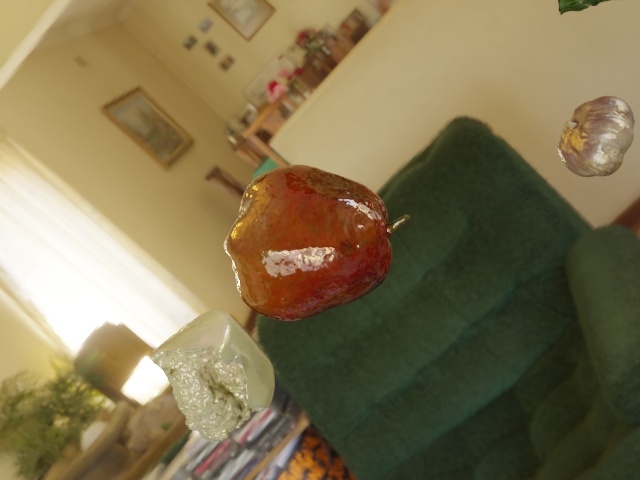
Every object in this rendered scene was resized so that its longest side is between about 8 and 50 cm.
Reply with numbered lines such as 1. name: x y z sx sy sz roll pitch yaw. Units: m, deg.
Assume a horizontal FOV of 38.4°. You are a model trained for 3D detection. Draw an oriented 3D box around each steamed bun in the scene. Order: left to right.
1. steamed bun: -0.191 0.249 1.679 0.200 0.225 0.170 -47 40 -14

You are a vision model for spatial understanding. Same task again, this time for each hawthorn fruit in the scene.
1. hawthorn fruit: 0.000 0.000 1.316 0.260 0.224 0.224 -4 29 23

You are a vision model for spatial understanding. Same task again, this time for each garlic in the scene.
1. garlic: 0.451 -0.173 1.514 0.147 0.102 0.159 -59 7 35

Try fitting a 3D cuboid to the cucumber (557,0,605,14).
1. cucumber: 0.474 -0.431 1.417 0.244 0.134 0.134 -9 22 15
